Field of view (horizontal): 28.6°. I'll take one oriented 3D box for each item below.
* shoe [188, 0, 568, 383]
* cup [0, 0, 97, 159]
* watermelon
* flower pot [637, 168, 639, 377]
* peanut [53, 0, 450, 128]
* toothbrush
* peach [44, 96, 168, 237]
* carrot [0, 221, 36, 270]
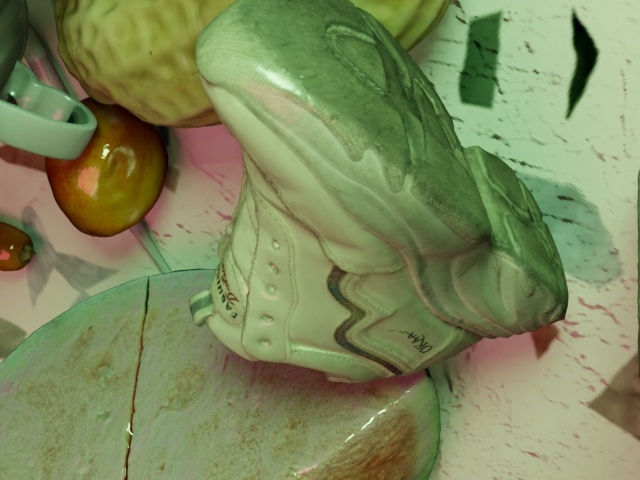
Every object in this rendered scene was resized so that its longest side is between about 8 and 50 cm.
[{"bbox_3d":[0.000,0.000,0.755,0.210,0.132,0.342,-29,142,18],"label":"shoe"},{"bbox_3d":[-0.265,-0.129,0.843,0.221,0.202,0.167,0,114,-6],"label":"cup"},{"bbox_3d":[-0.083,0.173,1.012,0.292,0.319,0.222,38,172,38],"label":"watermelon"},{"bbox_3d":[0.277,0.046,0.673,0.209,0.189,0.239,-4,119,16],"label":"flower pot"},{"bbox_3d":[-0.058,-0.154,0.815,0.325,0.140,0.153,-6,105,37],"label":"peanut"},{"bbox_3d":[-0.175,-0.048,1.027,0.020,0.025,0.286,-14,110,42],"label":"toothbrush"},{"bbox_3d":[-0.167,-0.056,0.967,0.100,0.101,0.101,16,126,23],"label":"peach"},{"bbox_3d":[-0.362,-0.021,1.151,0.248,0.043,0.043,19,127,24],"label":"carrot"}]
